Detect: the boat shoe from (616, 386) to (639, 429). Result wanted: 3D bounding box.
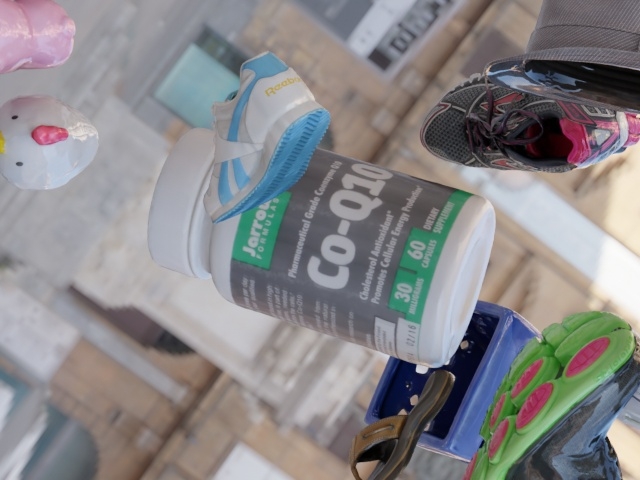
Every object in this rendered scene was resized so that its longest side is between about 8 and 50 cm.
[{"bbox_3d":[0.429,0.211,1.852,0.076,0.226,0.083,-51,-163,30],"label":"boat shoe"}]

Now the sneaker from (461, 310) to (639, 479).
[{"bbox_3d":[0.275,0.277,1.809,0.185,0.202,0.483,-76,-176,-55],"label":"sneaker"}]

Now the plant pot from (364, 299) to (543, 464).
[{"bbox_3d":[0.244,0.233,2.417,0.236,0.212,0.236,12,-106,58],"label":"plant pot"}]

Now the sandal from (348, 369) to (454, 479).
[{"bbox_3d":[0.070,0.211,1.680,0.219,0.060,0.090,-52,179,-30],"label":"sandal"}]

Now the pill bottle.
[{"bbox_3d":[0.000,0.000,1.804,0.204,0.361,0.204,17,90,-75],"label":"pill bottle"}]

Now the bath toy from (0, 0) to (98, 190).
[{"bbox_3d":[-0.306,-0.220,1.539,0.151,0.348,0.129,-11,-178,-10],"label":"bath toy"}]

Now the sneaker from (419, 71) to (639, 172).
[{"bbox_3d":[0.227,-0.136,1.864,0.112,0.121,0.299,-28,-163,-39],"label":"sneaker"}]

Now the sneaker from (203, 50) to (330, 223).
[{"bbox_3d":[-0.065,-0.096,1.549,0.087,0.092,0.229,-26,164,-34],"label":"sneaker"}]

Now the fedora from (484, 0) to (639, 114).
[{"bbox_3d":[0.308,-0.204,1.567,0.244,0.275,0.124,33,67,-77],"label":"fedora"}]
